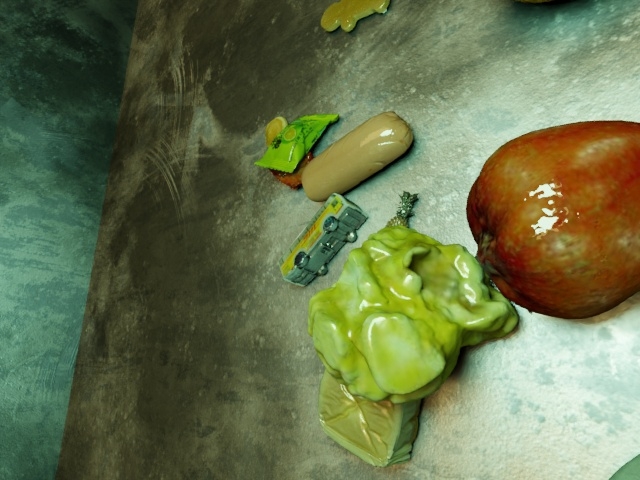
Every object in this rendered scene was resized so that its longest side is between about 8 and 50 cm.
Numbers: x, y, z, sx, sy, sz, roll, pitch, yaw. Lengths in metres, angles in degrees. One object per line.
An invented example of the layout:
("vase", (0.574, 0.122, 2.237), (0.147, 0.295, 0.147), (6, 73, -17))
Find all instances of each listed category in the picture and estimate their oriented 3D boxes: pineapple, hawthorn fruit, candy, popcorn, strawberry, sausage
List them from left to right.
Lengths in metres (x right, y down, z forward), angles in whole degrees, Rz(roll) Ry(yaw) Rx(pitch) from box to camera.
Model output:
("strawberry", (-0.086, -0.221, 1.194), (0.121, 0.082, 0.188), (-42, 43, -6))
("candy", (-0.066, -0.287, 1.135), (0.149, 0.069, 0.246), (17, 64, 40))
("sausage", (0.087, -0.206, 1.000), (0.304, 0.121, 0.121), (-29, 59, 30))
("popcorn", (0.147, 0.138, 0.743), (0.334, 0.293, 0.292), (-41, 81, -11))
("pineapple", (0.186, -0.058, 0.913), (0.058, 0.058, 0.125), (24, 93, 43))
("hawthorn fruit", (0.370, -0.042, 0.603), (0.311, 0.295, 0.295), (-50, 50, 14))

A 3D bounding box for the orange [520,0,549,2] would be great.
("orange", (0.431, -0.611, 0.696), (0.357, 0.322, 0.322), (-50, 48, -5))

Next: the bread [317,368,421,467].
("bread", (0.100, 0.335, 0.833), (0.209, 0.109, 0.192), (9, 89, 43))

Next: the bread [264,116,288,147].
("bread", (-0.147, -0.353, 1.316), (0.110, 0.024, 0.110), (-13, 69, 38))

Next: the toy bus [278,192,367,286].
("toy bus", (0.000, 0.000, 1.040), (0.268, 0.092, 0.106), (-50, 41, 19))

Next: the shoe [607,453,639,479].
("shoe", (0.484, 0.312, 0.539), (0.195, 0.079, 0.078), (-36, 20, 37))

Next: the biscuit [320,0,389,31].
("biscuit", (0.102, -0.693, 1.193), (0.240, 0.035, 0.158), (-5, 71, 40))
